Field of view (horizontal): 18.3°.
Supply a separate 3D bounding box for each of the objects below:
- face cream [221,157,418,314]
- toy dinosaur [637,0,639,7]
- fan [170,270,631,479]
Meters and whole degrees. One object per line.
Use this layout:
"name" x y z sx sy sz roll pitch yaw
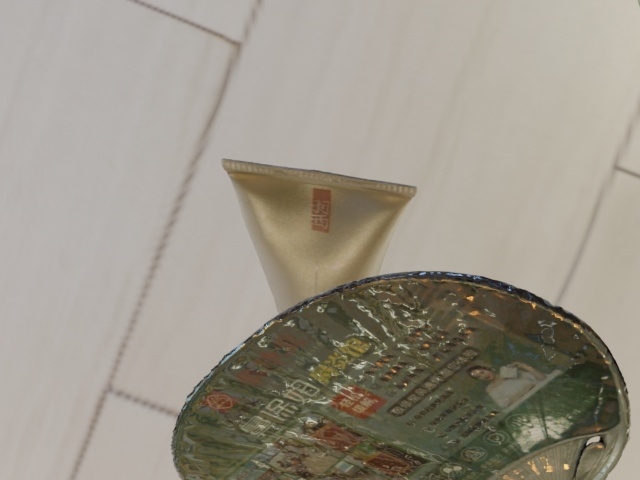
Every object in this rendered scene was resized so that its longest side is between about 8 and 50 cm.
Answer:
"face cream" 0.000 0.000 1.522 0.137 0.341 0.084 9 74 3
"toy dinosaur" 0.277 -0.022 0.504 0.374 0.144 0.500 -23 131 9
"fan" 0.053 0.114 0.940 0.223 0.012 0.294 -17 135 22
